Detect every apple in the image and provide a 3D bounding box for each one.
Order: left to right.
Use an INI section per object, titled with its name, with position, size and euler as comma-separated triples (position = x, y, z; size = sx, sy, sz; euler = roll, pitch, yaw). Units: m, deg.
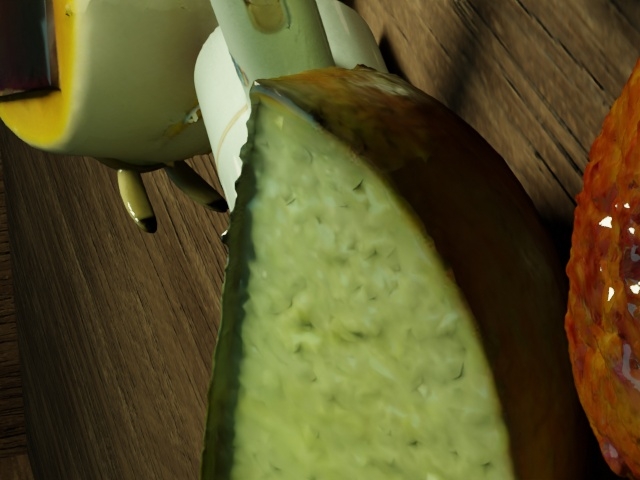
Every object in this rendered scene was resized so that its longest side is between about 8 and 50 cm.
[apple]
position = 0.030, 0.083, 0.828
size = 0.254, 0.179, 0.346
euler = -120, 32, -56

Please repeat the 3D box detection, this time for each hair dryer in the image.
[hair dryer]
position = -0.031, -0.116, 0.914
size = 0.357, 0.108, 0.173
euler = 68, -179, -49

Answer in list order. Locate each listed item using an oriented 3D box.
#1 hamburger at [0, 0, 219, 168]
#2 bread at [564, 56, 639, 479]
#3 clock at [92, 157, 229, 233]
[hamburger]
position = -0.112, -0.182, 1.182
size = 0.294, 0.179, 0.276
euler = -1, 94, 61
[bread]
position = 0.136, -0.022, 0.535
size = 0.269, 0.095, 0.139
euler = 104, 146, -48
[clock]
position = -0.132, -0.124, 1.401
size = 0.069, 0.170, 0.232
euler = -10, 95, 38
